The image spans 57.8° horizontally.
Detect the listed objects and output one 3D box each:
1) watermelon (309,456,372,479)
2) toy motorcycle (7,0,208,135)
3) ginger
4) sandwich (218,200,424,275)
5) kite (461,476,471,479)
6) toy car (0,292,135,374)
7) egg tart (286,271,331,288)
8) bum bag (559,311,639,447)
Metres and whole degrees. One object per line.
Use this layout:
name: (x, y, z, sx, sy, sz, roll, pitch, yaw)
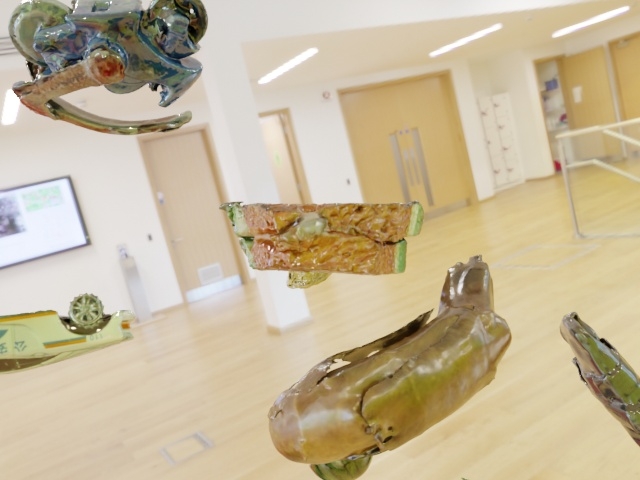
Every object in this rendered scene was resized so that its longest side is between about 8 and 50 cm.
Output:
watermelon: (0.039, 0.324, 0.862, 0.105, 0.062, 0.105, -32, -13, -8)
toy motorcycle: (-0.344, -0.305, 0.987, 0.319, 0.182, 0.241, -6, -22, -7)
ginger: (0.092, 0.133, 0.600, 0.309, 0.107, 0.133, -26, 22, -20)
sandwich: (0.009, -0.001, 0.814, 0.292, 0.109, 0.212, -1, 6, -12)
kite: (0.275, 0.453, 0.986, 0.004, 0.122, 0.090, 26, -55, -32)
toy car: (-0.250, 0.077, 0.452, 0.205, 0.056, 0.095, -5, -7, -25)
egg tart: (-0.022, 0.055, 1.226, 0.130, 0.052, 0.130, -26, 22, 11)
bum bag: (0.365, 0.189, 0.672, 0.060, 0.248, 0.123, -43, -17, 13)
